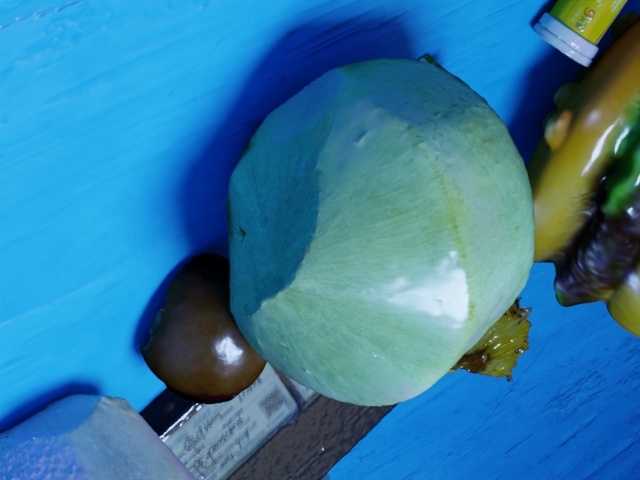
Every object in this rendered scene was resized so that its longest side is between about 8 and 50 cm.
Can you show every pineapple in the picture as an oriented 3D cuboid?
[{"bbox_3d":[0.208,0.107,2.255,0.135,0.079,0.233,-57,153,12],"label":"pineapple"}]

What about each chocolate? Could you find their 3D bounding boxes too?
[{"bbox_3d":[-0.111,0.081,1.730,0.124,0.127,0.133,-65,158,-47],"label":"chocolate"}]

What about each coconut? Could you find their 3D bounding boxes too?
[{"bbox_3d":[-0.211,0.285,1.668,0.233,0.245,0.233,-33,150,-22],"label":"coconut"},{"bbox_3d":[0.045,-0.007,1.624,0.328,0.281,0.328,-49,160,-25],"label":"coconut"}]

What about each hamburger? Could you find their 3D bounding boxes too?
[{"bbox_3d":[0.391,-0.087,2.032,0.396,0.277,0.396,-50,167,-15],"label":"hamburger"}]

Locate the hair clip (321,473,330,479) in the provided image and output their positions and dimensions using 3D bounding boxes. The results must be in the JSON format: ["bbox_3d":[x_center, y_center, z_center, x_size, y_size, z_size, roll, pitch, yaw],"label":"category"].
[{"bbox_3d":[-0.100,0.367,2.175,0.275,0.048,0.083,-25,150,-37],"label":"hair clip"}]

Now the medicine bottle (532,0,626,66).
[{"bbox_3d":[0.315,-0.294,1.888,0.218,0.074,0.074,-56,153,12],"label":"medicine bottle"}]

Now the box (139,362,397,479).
[{"bbox_3d":[-0.030,0.162,1.913,0.350,0.058,0.211,-42,128,-12],"label":"box"}]

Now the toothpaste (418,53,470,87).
[{"bbox_3d":[0.113,-0.081,1.874,0.050,0.065,0.267,-40,152,-24],"label":"toothpaste"}]
